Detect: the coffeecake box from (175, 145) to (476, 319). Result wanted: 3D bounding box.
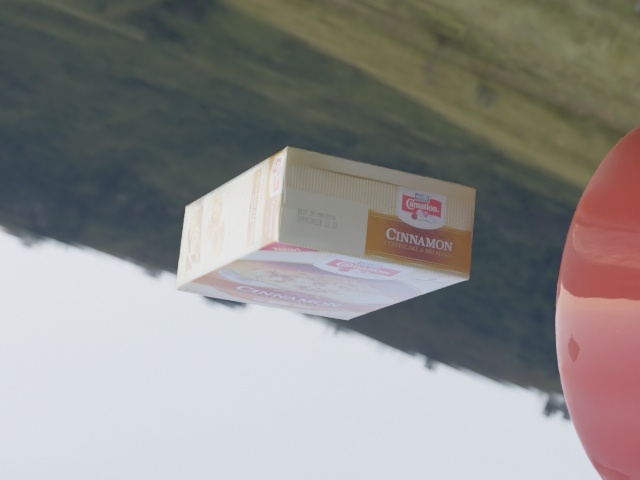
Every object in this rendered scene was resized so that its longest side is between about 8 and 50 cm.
[{"bbox_3d":[0.000,0.000,1.165,0.142,0.068,0.185,11,164,-23],"label":"coffeecake box"}]

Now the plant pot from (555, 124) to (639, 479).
[{"bbox_3d":[0.317,0.044,0.994,0.275,0.275,0.243,13,169,-39],"label":"plant pot"}]
